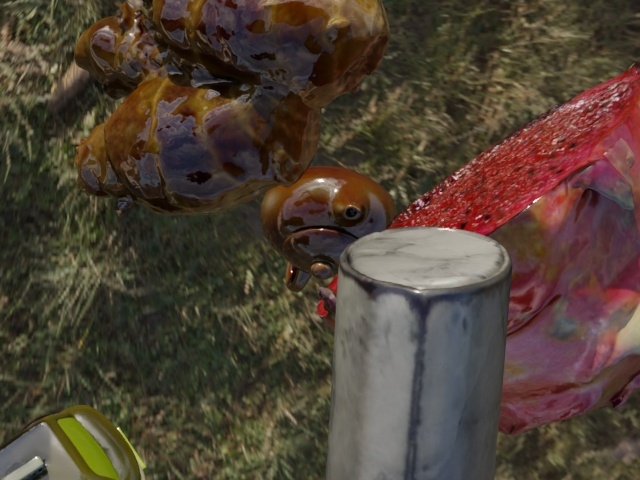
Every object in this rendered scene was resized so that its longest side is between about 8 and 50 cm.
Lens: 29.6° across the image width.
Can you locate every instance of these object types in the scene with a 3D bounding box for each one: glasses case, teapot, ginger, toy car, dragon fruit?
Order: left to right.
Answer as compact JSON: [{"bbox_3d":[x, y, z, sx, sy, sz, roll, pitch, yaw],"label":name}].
[{"bbox_3d":[-0.325,0.291,1.370,0.247,0.198,0.204,-34,69,-15],"label":"toy car"},{"bbox_3d":[-0.112,-0.163,1.186,0.274,0.152,0.357,37,115,5],"label":"ginger"},{"bbox_3d":[0.000,0.000,1.572,0.178,0.252,0.135,19,55,-11],"label":"teapot"},{"bbox_3d":[0.030,0.151,0.451,0.060,0.114,0.299,5,102,13],"label":"glasses case"},{"bbox_3d":[0.195,0.031,1.072,0.371,0.386,0.249,-40,98,-14],"label":"dragon fruit"}]
